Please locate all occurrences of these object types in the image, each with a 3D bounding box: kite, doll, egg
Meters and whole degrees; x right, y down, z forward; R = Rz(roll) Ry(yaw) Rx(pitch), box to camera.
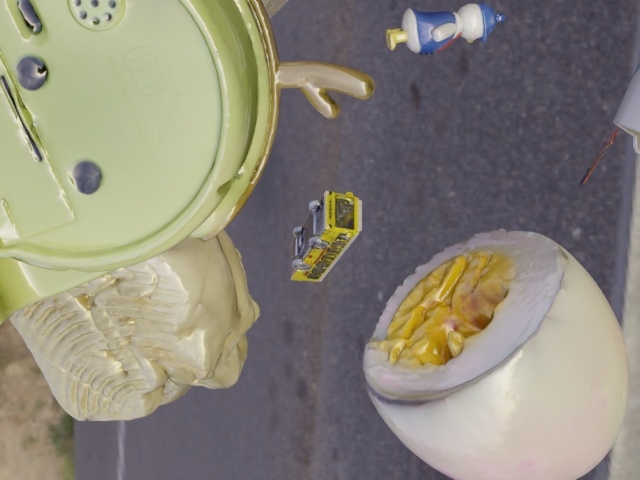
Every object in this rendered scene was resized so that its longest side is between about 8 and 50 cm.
[{"bbox_3d":[0.633,-0.206,2.278,0.234,0.016,0.321,-61,-9,26],"label":"kite"},{"bbox_3d":[0.148,-0.252,1.216,0.099,0.142,0.058,-110,9,-69],"label":"doll"},{"bbox_3d":[0.284,0.212,1.491,0.340,0.354,0.354,50,171,-24],"label":"egg"}]

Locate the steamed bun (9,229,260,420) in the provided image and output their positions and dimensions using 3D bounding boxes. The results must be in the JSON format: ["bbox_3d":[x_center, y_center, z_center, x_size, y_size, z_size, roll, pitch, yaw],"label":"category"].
[{"bbox_3d":[-0.196,0.060,1.157,0.203,0.275,0.289,-56,-29,-45],"label":"steamed bun"}]

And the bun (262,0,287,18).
[{"bbox_3d":[-0.096,-0.362,1.232,0.175,0.263,0.263,46,156,-6],"label":"bun"}]

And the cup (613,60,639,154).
[{"bbox_3d":[0.629,-0.231,1.602,0.289,0.219,0.258,27,98,36],"label":"cup"}]

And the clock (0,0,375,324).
[{"bbox_3d":[-0.132,-0.090,0.589,0.096,0.307,0.235,-81,-29,-70],"label":"clock"}]

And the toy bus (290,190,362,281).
[{"bbox_3d":[0.000,0.000,1.715,0.226,0.074,0.081,124,151,-60],"label":"toy bus"}]
